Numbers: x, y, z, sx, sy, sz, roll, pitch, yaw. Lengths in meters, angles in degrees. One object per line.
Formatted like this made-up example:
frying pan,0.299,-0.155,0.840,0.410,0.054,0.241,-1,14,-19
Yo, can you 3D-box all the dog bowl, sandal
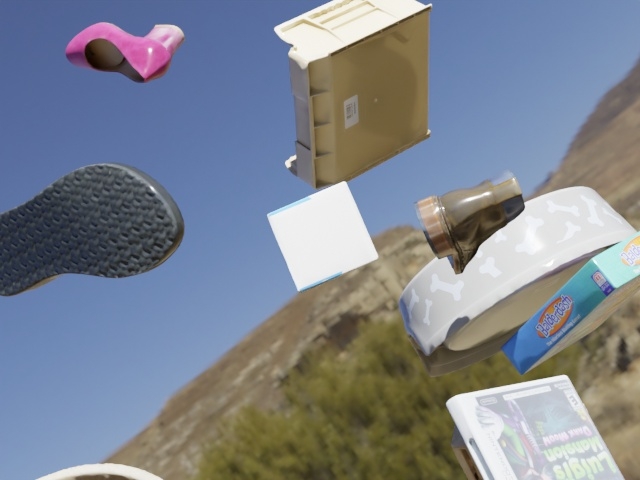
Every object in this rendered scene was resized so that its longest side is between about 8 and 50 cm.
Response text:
dog bowl,0.260,0.053,1.553,0.349,0.102,0.349,-27,-19,-10
sandal,-0.356,-0.022,1.730,0.446,0.167,0.107,-10,8,39

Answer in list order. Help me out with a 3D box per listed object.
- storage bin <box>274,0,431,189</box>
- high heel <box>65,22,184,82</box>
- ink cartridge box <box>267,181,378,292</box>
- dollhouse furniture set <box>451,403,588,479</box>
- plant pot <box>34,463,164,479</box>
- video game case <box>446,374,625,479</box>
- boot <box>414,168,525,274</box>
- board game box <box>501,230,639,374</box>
storage bin,0.053,-0.252,1.909,0.260,0.123,0.262,-29,-44,-28
high heel,-0.331,-0.281,1.829,0.244,0.082,0.117,4,45,30
ink cartridge box,0.000,0.000,1.261,0.092,0.090,0.143,-23,-2,-3
dollhouse furniture set,0.230,0.423,1.362,0.362,0.256,0.394,-2,49,27
plant pot,-0.213,0.455,1.194,0.334,0.334,0.305,-34,-51,-10
video game case,0.231,0.224,1.173,0.190,0.173,0.022,-2,-32,-44
boot,0.174,-0.019,1.235,0.106,0.082,0.219,-22,-9,12
board game box,0.332,0.068,1.408,0.160,0.047,0.210,-23,-21,-38
